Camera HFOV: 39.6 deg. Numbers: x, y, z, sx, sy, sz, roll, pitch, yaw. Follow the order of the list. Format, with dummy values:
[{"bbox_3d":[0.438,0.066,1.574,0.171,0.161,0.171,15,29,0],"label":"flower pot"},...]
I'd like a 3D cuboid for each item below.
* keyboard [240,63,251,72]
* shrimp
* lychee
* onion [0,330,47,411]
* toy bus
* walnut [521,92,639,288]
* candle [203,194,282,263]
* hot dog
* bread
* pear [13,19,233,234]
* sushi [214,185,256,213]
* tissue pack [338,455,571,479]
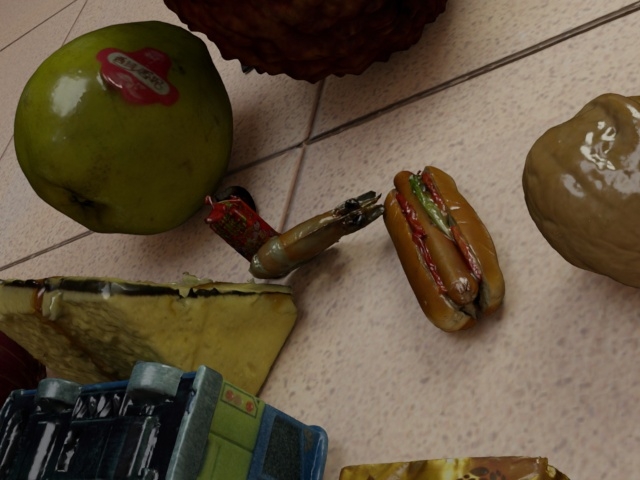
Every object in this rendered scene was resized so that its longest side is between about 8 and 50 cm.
[{"bbox_3d":[-0.069,-0.326,1.424,0.155,0.010,0.053,-36,35,16],"label":"keyboard"},{"bbox_3d":[0.000,0.000,0.956,0.180,0.099,0.041,-32,70,32],"label":"shrimp"},{"bbox_3d":[0.000,-0.401,1.074,0.500,0.424,0.424,17,68,35],"label":"lychee"},{"bbox_3d":[-0.542,0.190,1.094,0.348,0.385,0.347,-43,30,33],"label":"onion"},{"bbox_3d":[-0.169,0.220,0.819,0.312,0.190,0.152,-13,53,40],"label":"toy bus"},{"bbox_3d":[0.240,-0.042,0.690,0.167,0.149,0.166,-7,48,8],"label":"walnut"},{"bbox_3d":[-0.085,-0.010,1.016,0.052,0.131,0.052,-30,35,24],"label":"candle"},{"bbox_3d":[0.110,-0.004,0.862,0.092,0.062,0.235,-42,33,13],"label":"hot dog"},{"bbox_3d":[-0.195,0.070,0.960,0.263,0.236,0.198,-4,54,44],"label":"bread"},{"bbox_3d":[-0.252,-0.167,1.225,0.287,0.287,0.375,-20,34,34],"label":"pear"},{"bbox_3d":[-0.107,-0.039,1.162,0.046,0.044,0.083,-23,37,-3],"label":"sushi"},{"bbox_3d":[0.079,0.267,0.599,0.183,0.092,0.226,-16,43,38],"label":"tissue pack"}]
